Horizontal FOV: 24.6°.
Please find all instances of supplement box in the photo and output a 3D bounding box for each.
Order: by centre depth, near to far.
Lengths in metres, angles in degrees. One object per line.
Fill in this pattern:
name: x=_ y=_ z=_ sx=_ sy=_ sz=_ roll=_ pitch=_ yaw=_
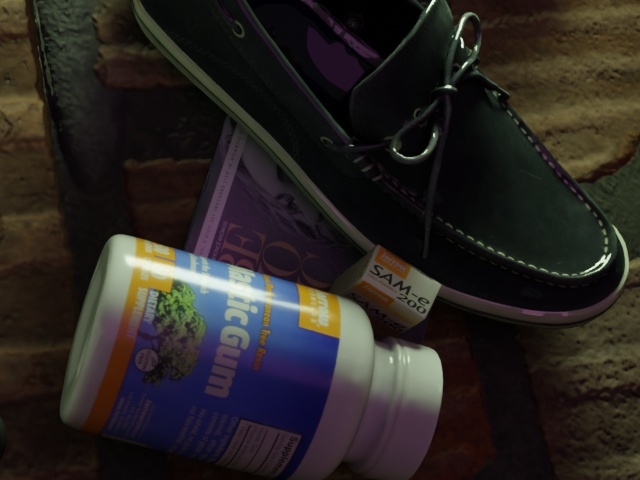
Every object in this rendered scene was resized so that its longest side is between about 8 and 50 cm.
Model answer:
supplement box: x=0.046 y=0.047 z=1.184 sx=0.062 sy=0.098 sz=0.036 roll=32 pitch=63 yaw=-8

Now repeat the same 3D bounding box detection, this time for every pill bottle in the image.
pill bottle: x=-0.051 y=0.101 z=1.129 sx=0.272 sy=0.152 sz=0.152 roll=16 pitch=71 yaw=-13

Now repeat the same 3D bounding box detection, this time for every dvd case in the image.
dvd case: x=0.000 y=0.000 z=1.247 sx=0.221 sy=0.018 sz=0.165 roll=21 pitch=70 yaw=-11

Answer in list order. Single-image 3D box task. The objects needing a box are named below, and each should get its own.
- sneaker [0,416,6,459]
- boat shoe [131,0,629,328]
sneaker: x=-0.357 y=0.149 z=1.009 sx=0.270 sy=0.145 sz=0.090 roll=12 pitch=103 yaw=-11
boat shoe: x=0.062 y=-0.111 z=1.211 sx=0.500 sy=0.156 sz=0.187 roll=40 pitch=56 yaw=-2
